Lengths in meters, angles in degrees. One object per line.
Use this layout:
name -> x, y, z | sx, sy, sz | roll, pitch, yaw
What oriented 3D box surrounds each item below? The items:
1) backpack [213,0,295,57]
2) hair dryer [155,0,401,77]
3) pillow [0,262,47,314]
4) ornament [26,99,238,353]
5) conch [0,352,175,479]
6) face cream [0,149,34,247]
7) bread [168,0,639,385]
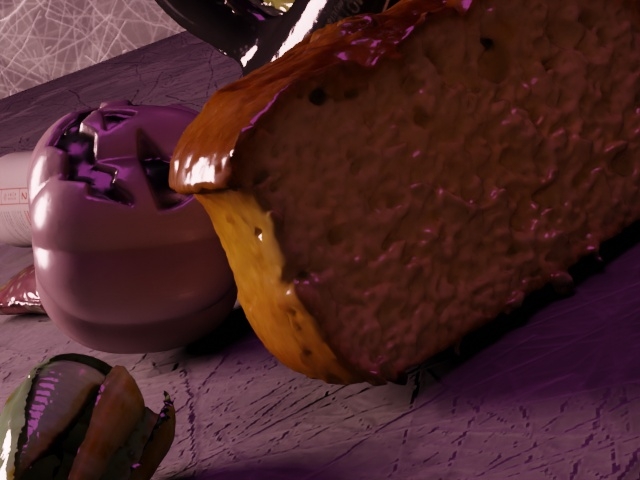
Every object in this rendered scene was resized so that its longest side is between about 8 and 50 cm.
backpack -> 0.012, -0.175, 1.670 | 0.140, 0.207, 0.253 | -48, 29, -13
hair dryer -> -0.085, -0.194, 1.284 | 0.120, 0.359, 0.304 | -47, -14, -32
pillow -> -0.203, 0.031, 1.524 | 0.118, 0.043, 0.185 | -37, 16, -30
ornament -> -0.118, -0.011, 1.271 | 0.177, 0.177, 0.177 | -20, 13, 5
conch -> -0.126, 0.122, 0.982 | 0.105, 0.079, 0.170 | -24, 27, 17
face cream -> -0.236, -0.041, 1.746 | 0.096, 0.096, 0.214 | -29, 15, -30
bread -> 0.048, -0.041, 1.105 | 0.340, 0.194, 0.179 | -29, 9, -36
